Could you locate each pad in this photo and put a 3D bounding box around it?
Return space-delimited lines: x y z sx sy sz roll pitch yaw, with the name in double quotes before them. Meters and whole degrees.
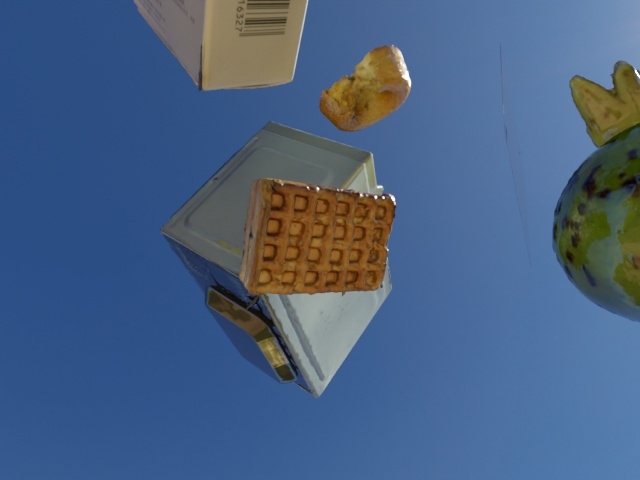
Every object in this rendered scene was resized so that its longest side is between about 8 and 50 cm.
"pad" 0.336 -0.162 0.878 0.063 0.315 0.375 -5 -40 27

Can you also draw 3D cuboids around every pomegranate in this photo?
"pomegranate" 0.304 -0.039 0.408 0.210 0.263 0.211 -9 -29 -5

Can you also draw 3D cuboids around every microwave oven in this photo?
"microwave oven" -0.051 0.037 0.763 0.286 0.218 0.355 -50 -32 -24

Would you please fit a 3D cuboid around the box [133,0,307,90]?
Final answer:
"box" -0.089 -0.315 0.411 0.106 0.200 0.300 -17 -37 -32

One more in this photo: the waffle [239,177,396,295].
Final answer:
"waffle" 0.000 -0.001 0.438 0.147 0.042 0.103 3 -80 -34

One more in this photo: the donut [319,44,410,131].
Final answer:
"donut" 0.055 -0.162 0.531 0.108 0.097 0.043 -35 -106 28
